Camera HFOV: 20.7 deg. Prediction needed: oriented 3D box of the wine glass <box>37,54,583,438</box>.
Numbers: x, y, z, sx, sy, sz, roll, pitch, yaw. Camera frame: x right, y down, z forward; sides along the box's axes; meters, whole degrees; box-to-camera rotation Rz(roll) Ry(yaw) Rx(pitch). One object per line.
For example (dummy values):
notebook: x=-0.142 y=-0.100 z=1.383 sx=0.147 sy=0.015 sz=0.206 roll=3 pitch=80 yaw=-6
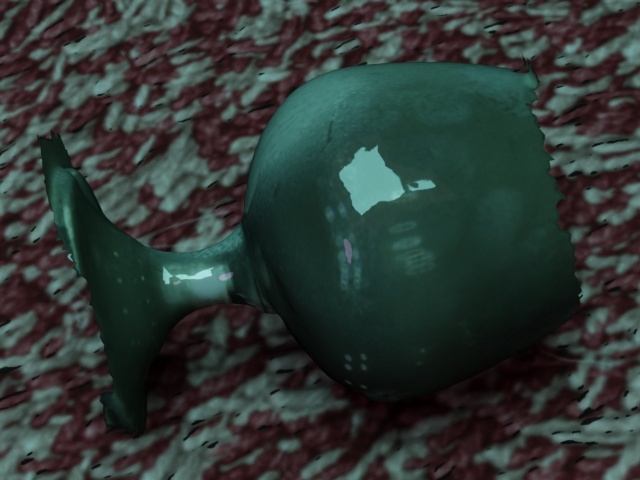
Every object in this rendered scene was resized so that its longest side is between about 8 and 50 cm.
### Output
wine glass: x=0.000 y=0.000 z=1.165 sx=0.323 sy=0.238 sz=0.238 roll=-13 pitch=54 yaw=-1
